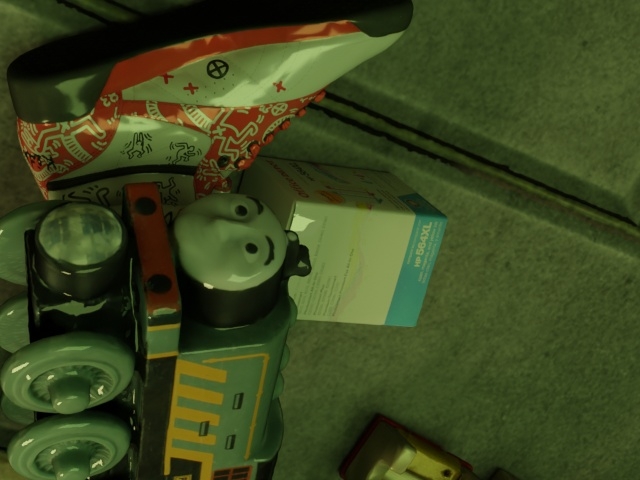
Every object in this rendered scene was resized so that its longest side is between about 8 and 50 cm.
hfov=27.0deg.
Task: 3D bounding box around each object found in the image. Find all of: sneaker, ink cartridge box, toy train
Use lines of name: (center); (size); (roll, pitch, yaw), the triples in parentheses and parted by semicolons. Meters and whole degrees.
sneaker: (-0.063, -0.080, 0.890); (0.270, 0.090, 0.145); (-16, 122, -15)
ink cartridge box: (0.000, 0.000, 0.958); (0.143, 0.092, 0.090); (6, 111, -29)
toy train: (-0.113, 0.087, 0.870); (0.190, 0.142, 0.334); (-7, 143, -15)

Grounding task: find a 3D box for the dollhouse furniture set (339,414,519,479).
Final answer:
dollhouse furniture set: (0.149, 0.310, 1.182); (0.374, 0.152, 0.201); (31, 99, -17)
